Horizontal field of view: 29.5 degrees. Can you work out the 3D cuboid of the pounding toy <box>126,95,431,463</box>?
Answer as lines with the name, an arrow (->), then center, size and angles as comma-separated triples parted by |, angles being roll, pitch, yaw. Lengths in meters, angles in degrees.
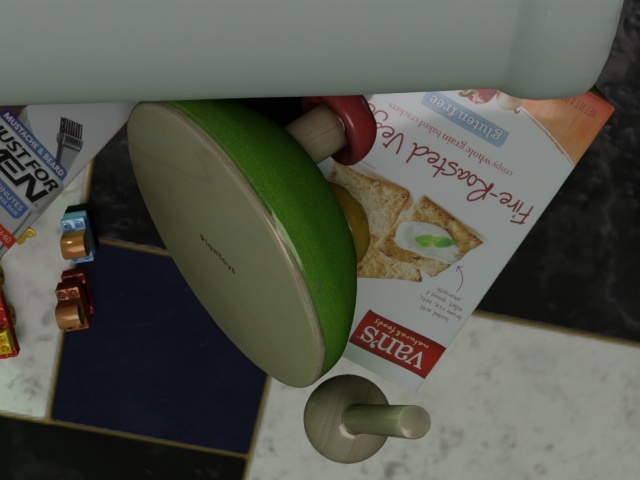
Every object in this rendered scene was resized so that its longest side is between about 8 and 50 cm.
pounding toy -> 0.000, 0.000, 0.687 | 0.110, 0.183, 0.237 | -33, 84, -21

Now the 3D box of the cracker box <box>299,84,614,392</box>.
cracker box -> 0.054, -0.035, 0.781 | 0.156, 0.067, 0.232 | 28, 110, -12

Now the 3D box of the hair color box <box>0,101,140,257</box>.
hair color box -> -0.177, -0.072, 0.710 | 0.093, 0.167, 0.053 | 47, 146, -19

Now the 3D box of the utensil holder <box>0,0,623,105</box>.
utensil holder -> -0.075, -0.222, 0.565 | 0.386, 0.327, 0.327 | -2, 113, 3

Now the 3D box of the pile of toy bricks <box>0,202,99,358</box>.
pile of toy bricks -> -0.213, -0.008, 0.762 | 0.118, 0.105, 0.212 | -10, 113, 2
